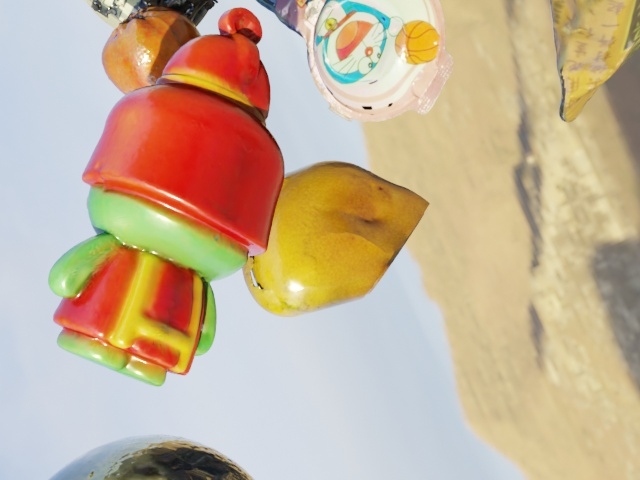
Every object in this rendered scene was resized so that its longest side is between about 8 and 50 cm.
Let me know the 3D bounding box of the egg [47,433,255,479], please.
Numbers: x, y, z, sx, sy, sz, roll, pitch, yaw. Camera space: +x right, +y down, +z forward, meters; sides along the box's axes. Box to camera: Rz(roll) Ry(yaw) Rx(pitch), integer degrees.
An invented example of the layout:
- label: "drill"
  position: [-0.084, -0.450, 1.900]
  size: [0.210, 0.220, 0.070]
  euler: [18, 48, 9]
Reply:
- label: "egg"
  position: [-0.194, 0.398, 1.648]
  size: [0.345, 0.345, 0.428]
  euler: [64, -171, -10]

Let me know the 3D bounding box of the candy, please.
- label: "candy"
  position: [0.255, -0.232, 1.264]
  size: [0.101, 0.143, 0.271]
  euler: [32, 151, 28]

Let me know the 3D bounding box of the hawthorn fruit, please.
- label: "hawthorn fruit"
  position: [-0.182, -0.206, 1.623]
  size: [0.128, 0.128, 0.128]
  euler: [63, -171, -18]

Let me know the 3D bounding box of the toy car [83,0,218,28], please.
- label: "toy car"
  position: [-0.186, -0.358, 1.823]
  size: [0.193, 0.118, 0.301]
  euler: [35, -141, 4]

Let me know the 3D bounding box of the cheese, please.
- label: "cheese"
  position: [0.033, -0.243, 1.606]
  size: [0.286, 0.189, 0.074]
  euler: [42, -158, 26]

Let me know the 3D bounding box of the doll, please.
- label: "doll"
  position: [-0.122, -0.051, 1.304]
  size: [0.183, 0.160, 0.363]
  euler: [28, -111, -33]

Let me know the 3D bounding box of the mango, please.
- label: "mango"
  position: [0.000, 0.000, 1.622]
  size: [0.166, 0.136, 0.236]
  euler: [32, -139, 4]
